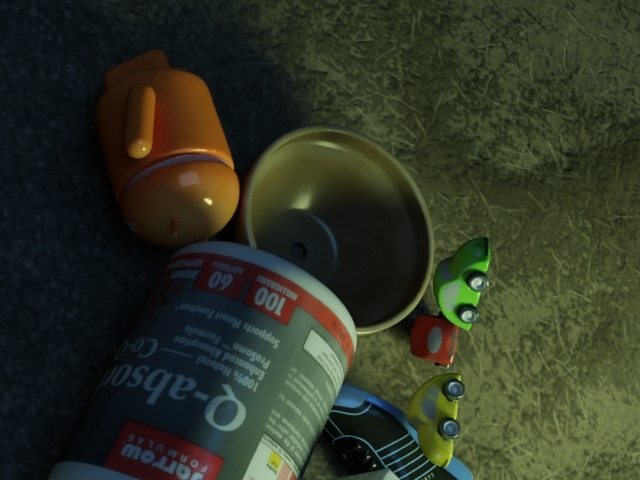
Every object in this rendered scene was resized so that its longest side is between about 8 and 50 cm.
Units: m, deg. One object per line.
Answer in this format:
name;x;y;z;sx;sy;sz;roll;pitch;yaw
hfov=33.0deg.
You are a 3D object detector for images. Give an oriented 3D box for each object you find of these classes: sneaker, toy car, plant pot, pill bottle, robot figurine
sneaker;0.071;0.244;1.172;0.232;0.081;0.090;36;51;-17
toy car;0.134;0.092;1.159;0.053;0.225;0.239;10;32;0
plant pot;0.000;0.000;1.196;0.237;0.110;0.237;11;68;-27
pill bottle;-0.121;0.198;0.991;0.210;0.210;0.363;35;58;-17
robot figurine;-0.158;-0.087;1.103;0.128;0.158;0.219;-7;64;-28

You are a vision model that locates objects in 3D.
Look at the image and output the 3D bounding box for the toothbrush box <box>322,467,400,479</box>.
toothbrush box;0.075;0.369;1.056;0.283;0.206;0.122;48;56;-10
